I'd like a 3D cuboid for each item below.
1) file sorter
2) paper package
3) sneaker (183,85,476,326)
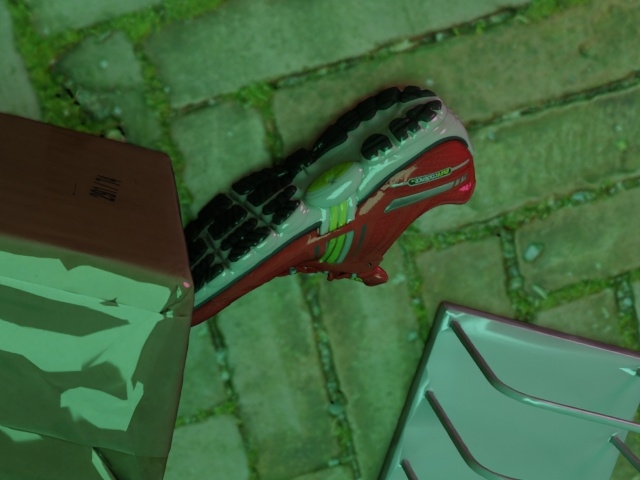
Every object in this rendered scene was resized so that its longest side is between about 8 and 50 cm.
[{"bbox_3d":[0.161,0.225,1.249,0.192,0.173,0.278,15,103,-15],"label":"file sorter"},{"bbox_3d":[-0.247,0.023,1.032,0.309,0.325,0.168,14,104,-13],"label":"paper package"},{"bbox_3d":[0.000,0.000,1.190,0.279,0.107,0.118,-32,120,4],"label":"sneaker"}]
